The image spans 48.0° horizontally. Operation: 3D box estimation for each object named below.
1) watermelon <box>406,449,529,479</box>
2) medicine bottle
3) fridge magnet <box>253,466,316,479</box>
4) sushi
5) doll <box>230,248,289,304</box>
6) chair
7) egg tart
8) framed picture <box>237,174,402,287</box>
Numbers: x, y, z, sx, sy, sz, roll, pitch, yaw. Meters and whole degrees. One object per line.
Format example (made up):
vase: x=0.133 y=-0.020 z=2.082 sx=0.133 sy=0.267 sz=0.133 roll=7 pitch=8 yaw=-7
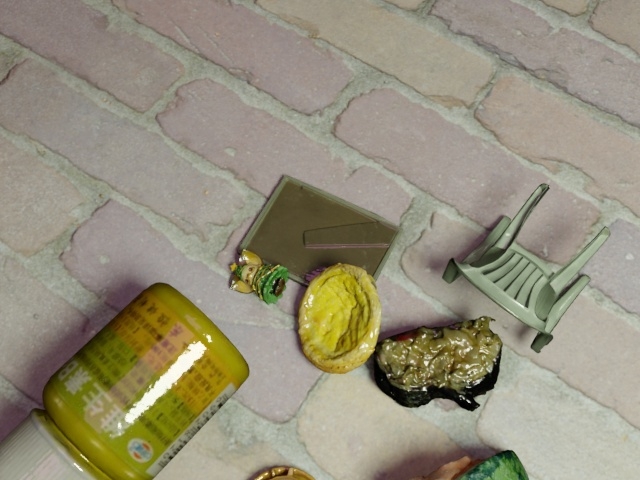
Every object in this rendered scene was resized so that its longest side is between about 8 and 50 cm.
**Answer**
watermelon: x=0.198 y=0.465 z=1.036 sx=0.292 sy=0.283 sz=0.250 roll=-37 pitch=52 yaw=13
medicine bottle: x=-0.314 y=0.267 z=1.112 sx=0.224 sy=0.224 sz=0.384 roll=39 pitch=73 yaw=17
fridge magnet: x=-0.056 y=0.426 z=1.121 sx=0.143 sy=0.063 sz=0.143 roll=1 pitch=63 yaw=-1
sushi: x=0.195 y=0.212 z=1.185 sx=0.212 sy=0.115 sz=0.147 roll=-4 pitch=65 yaw=-2
doll: x=-0.106 y=0.067 z=1.295 sx=0.113 sy=0.076 sz=0.078 roll=23 pitch=97 yaw=42
chair: x=0.335 y=0.051 z=1.192 sx=0.203 sy=0.191 sz=0.274 roll=38 pitch=62 yaw=15
egg tart: x=0.040 y=0.136 z=1.220 sx=0.191 sy=0.074 sz=0.191 roll=-17 pitch=62 yaw=35
framed picture: x=0.000 y=0.000 z=1.333 sx=0.259 sy=0.023 sz=0.189 roll=25 pitch=69 yaw=12
